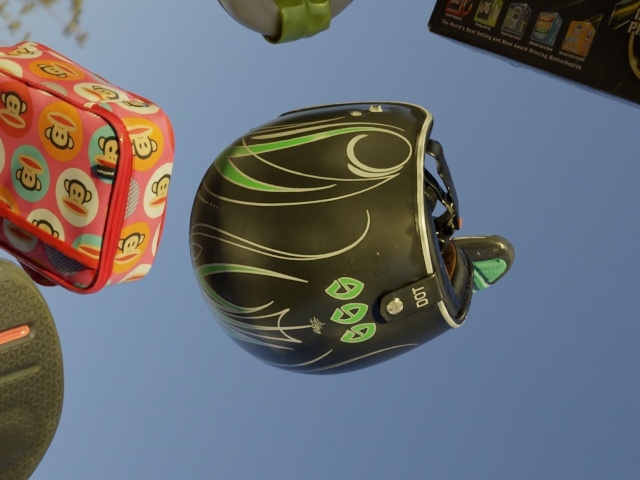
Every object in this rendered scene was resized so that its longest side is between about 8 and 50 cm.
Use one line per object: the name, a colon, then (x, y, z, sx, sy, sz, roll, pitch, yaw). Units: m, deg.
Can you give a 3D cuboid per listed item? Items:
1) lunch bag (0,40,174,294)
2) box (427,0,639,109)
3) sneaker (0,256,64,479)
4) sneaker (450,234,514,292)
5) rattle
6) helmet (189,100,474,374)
lunch bag: (-0.309, -0.070, 1.632, 0.293, 0.120, 0.258, 27, -63, 29)
box: (0.305, -0.295, 1.370, 0.395, 0.097, 0.318, 32, -78, 50)
sneaker: (-0.251, 0.135, 0.838, 0.136, 0.116, 0.314, 34, -62, 32)
sneaker: (0.151, 0.022, 1.809, 0.223, 0.083, 0.098, -21, -152, 33)
rattle: (-0.040, -0.231, 0.880, 0.130, 0.200, 0.143, -26, -129, 4)
helmet: (0.000, 0.000, 0.855, 0.161, 0.169, 0.169, -8, -139, 17)
